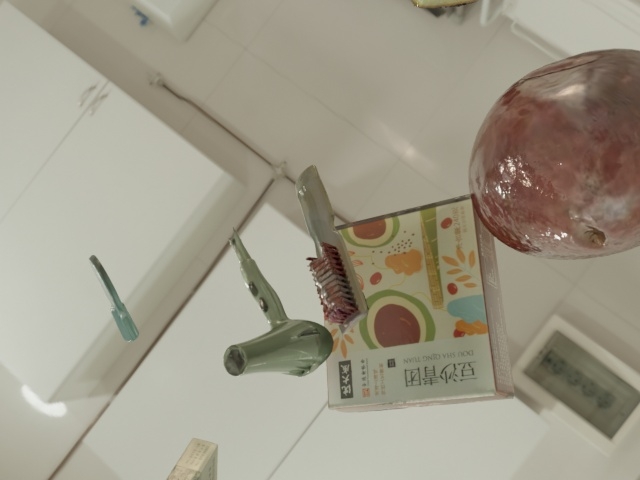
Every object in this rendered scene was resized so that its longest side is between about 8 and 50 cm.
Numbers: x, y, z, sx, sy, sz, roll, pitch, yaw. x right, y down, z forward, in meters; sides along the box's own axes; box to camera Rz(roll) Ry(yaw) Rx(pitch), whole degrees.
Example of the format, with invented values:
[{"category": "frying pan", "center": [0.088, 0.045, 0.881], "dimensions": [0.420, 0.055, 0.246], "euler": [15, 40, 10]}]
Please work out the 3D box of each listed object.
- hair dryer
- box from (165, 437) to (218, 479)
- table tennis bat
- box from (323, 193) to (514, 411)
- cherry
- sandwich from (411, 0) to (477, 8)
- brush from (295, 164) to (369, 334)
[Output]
[{"category": "hair dryer", "center": [-0.107, 0.113, 1.028], "dimensions": [0.267, 0.092, 0.229], "euler": [48, -156, 4]}, {"category": "box", "center": [-0.305, 0.585, 1.474], "dimensions": [0.069, 0.164, 0.256], "euler": [12, -152, 12]}, {"category": "table tennis bat", "center": [-0.464, 0.136, 1.509], "dimensions": [0.149, 0.038, 0.237], "euler": [37, 149, 46]}, {"category": "box", "center": [0.182, 0.135, 1.355], "dimensions": [0.344, 0.386, 0.122], "euler": [-13, 159, 28]}, {"category": "cherry", "center": [0.280, -0.084, 0.714], "dimensions": [0.307, 0.261, 0.221], "euler": [-33, -83, -57]}, {"category": "sandwich", "center": [0.208, -0.519, 1.328], "dimensions": [0.193, 0.058, 0.162], "euler": [-23, -127, -39]}, {"category": "brush", "center": [0.000, 0.000, 1.054], "dimensions": [0.050, 0.060, 0.321], "euler": [19, -142, -35]}]
